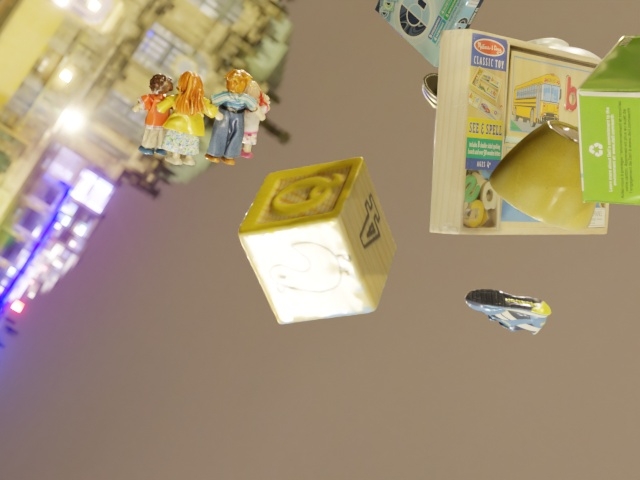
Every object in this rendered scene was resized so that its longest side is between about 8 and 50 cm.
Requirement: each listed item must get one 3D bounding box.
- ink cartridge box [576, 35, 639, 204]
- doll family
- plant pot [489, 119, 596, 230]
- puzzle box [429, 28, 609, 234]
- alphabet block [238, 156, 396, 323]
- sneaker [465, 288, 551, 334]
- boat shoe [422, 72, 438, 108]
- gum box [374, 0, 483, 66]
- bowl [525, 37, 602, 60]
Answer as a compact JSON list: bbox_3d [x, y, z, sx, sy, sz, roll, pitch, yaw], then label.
[{"bbox_3d":[0.341,-0.190,1.211,0.097,0.255,0.189,4,-152,29],"label":"ink cartridge box"},{"bbox_3d":[-0.181,-0.213,1.941,0.118,0.262,0.163,38,-58,52],"label":"doll family"},{"bbox_3d":[0.284,-0.088,1.380,0.134,0.134,0.095,-93,-156,-62],"label":"plant pot"},{"bbox_3d":[0.303,-0.144,1.643,0.052,0.408,0.272,5,-86,42],"label":"puzzle box"},{"bbox_3d":[0.000,0.000,1.936,0.192,0.197,0.193,-10,-148,22],"label":"alphabet block"},{"bbox_3d":[0.312,0.123,1.930,0.053,0.144,0.059,-72,175,-57],"label":"sneaker"},{"bbox_3d":[0.304,-0.312,2.491,0.081,0.069,0.227,-44,-126,-10],"label":"boat shoe"},{"bbox_3d":[0.189,-0.416,1.975,0.184,0.041,0.157,51,-51,33],"label":"gum box"},{"bbox_3d":[0.391,-0.272,2.054,0.298,0.297,0.134,-31,-115,53],"label":"bowl"}]
